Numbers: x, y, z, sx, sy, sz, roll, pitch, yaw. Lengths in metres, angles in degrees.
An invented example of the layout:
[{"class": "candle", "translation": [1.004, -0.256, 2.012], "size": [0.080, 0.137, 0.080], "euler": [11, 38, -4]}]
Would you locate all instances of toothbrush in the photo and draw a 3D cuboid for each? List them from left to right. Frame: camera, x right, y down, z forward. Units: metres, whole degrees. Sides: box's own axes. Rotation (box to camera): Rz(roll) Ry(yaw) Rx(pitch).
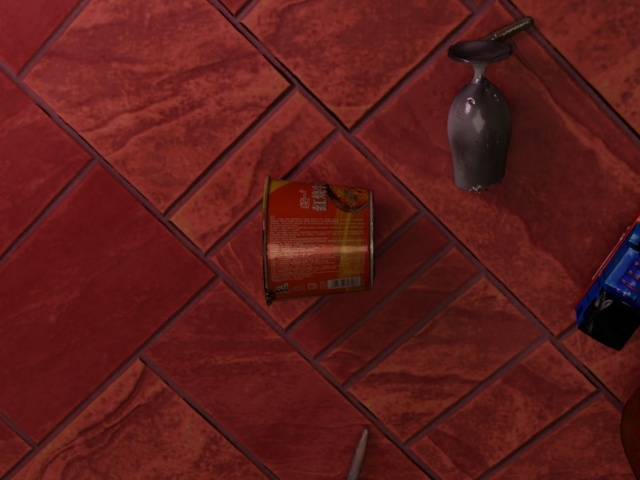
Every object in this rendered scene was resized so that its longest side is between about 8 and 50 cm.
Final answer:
[{"class": "toothbrush", "translation": [0.042, 0.498, 1.996], "size": [0.037, 0.028, 0.375], "euler": [12, 113, -1]}]

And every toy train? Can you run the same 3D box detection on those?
[{"class": "toy train", "translation": [0.479, 0.059, 1.687], "size": [0.083, 0.131, 0.204], "euler": [29, 113, -1]}]

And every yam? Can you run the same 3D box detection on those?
[{"class": "yam", "translation": [0.266, -0.307, 1.642], "size": [0.116, 0.021, 0.021], "euler": [-24, 105, 17]}]

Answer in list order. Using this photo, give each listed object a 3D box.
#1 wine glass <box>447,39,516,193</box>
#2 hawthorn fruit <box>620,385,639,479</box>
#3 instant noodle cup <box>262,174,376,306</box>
[{"class": "wine glass", "translation": [0.242, -0.188, 1.646], "size": [0.103, 0.103, 0.222], "euler": [2, 121, 10]}, {"class": "hawthorn fruit", "translation": [0.601, 0.304, 1.698], "size": [0.275, 0.275, 0.299], "euler": [-40, 89, 21]}, {"class": "instant noodle cup", "translation": [0.000, 0.000, 1.722], "size": [0.174, 0.213, 0.213], "euler": [0, 111, 2]}]
